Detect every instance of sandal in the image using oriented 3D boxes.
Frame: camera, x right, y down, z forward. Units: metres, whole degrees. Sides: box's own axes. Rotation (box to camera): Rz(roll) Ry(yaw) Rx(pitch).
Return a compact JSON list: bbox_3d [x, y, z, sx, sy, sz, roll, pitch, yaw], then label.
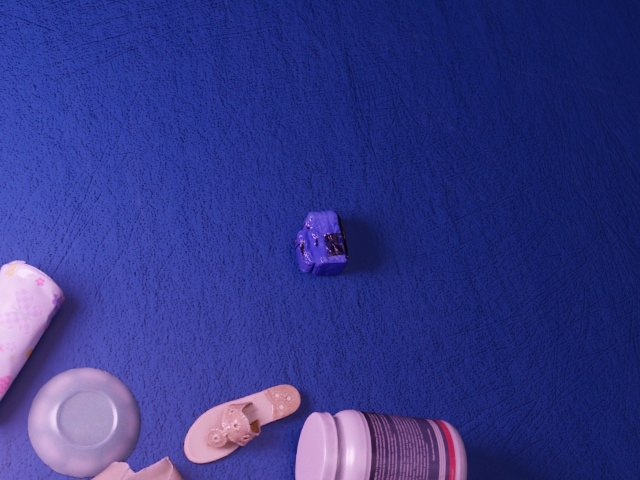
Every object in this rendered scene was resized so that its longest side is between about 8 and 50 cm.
[{"bbox_3d":[-0.136,0.320,1.813,0.240,0.079,0.088,-24,79,-26],"label":"sandal"}]

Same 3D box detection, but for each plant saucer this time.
[{"bbox_3d":[-0.408,0.313,1.742,0.195,0.037,0.195,7,68,-18],"label":"plant saucer"}]

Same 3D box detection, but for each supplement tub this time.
[{"bbox_3d":[0.108,0.408,1.804,0.272,0.191,0.191,10,67,-17],"label":"supplement tub"}]

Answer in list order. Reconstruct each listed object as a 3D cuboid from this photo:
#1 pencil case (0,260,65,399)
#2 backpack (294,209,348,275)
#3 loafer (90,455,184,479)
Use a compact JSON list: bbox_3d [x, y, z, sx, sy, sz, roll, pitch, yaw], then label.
[{"bbox_3d":[-0.551,0.169,1.702,0.124,0.113,0.273,34,62,-11],"label":"pencil case"},{"bbox_3d":[0.000,0.000,1.976,0.101,0.098,0.120,-2,72,-17],"label":"backpack"},{"bbox_3d":[-0.357,0.424,1.688,0.268,0.102,0.092,-3,69,-31],"label":"loafer"}]
